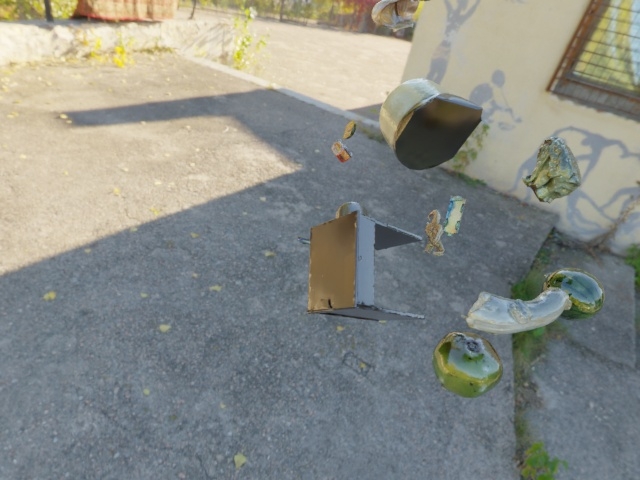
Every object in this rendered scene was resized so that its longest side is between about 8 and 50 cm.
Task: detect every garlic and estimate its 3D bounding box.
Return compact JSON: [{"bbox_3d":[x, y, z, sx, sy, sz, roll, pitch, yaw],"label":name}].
[{"bbox_3d":[0.262,-0.799,1.381,0.174,0.099,0.124,-18,58,-6],"label":"garlic"}]

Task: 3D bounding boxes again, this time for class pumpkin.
[{"bbox_3d":[0.113,-0.413,1.519,0.028,0.083,0.050,36,-17,-33],"label":"pumpkin"}]

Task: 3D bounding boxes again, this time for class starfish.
[{"bbox_3d":[0.387,-0.024,1.354,0.053,0.150,0.209,16,16,-1],"label":"starfish"}]

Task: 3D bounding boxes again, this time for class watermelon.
[{"bbox_3d":[0.874,0.181,1.412,0.188,0.188,0.214,-8,39,-30],"label":"watermelon"}]

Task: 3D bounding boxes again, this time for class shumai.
[{"bbox_3d":[0.687,-0.209,1.203,0.184,0.142,0.184,28,49,-38],"label":"shumai"}]

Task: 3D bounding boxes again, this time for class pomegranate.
[{"bbox_3d":[0.385,0.350,1.088,0.180,0.209,0.180,7,39,-6],"label":"pomegranate"}]

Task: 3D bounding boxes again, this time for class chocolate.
[{"bbox_3d":[0.388,-0.484,1.564,0.314,0.326,0.297,-2,55,-27],"label":"chocolate"}]

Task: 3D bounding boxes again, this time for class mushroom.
[{"bbox_3d":[0.459,0.164,0.929,0.278,0.099,0.096,-4,43,-11],"label":"mushroom"}]

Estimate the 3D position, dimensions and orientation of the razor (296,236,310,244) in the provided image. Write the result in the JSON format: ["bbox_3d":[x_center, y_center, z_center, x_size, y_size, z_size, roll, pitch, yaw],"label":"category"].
[{"bbox_3d":[-0.005,0.011,1.853,0.324,0.093,0.056,3,59,45],"label":"razor"}]

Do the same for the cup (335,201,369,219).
[{"bbox_3d":[0.180,-0.079,1.991,0.223,0.169,0.176,24,31,-8],"label":"cup"}]

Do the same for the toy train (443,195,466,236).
[{"bbox_3d":[0.608,-0.112,1.825,0.072,0.188,0.099,15,15,17],"label":"toy train"}]

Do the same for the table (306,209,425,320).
[{"bbox_3d":[0.134,0.088,1.114,0.282,0.196,0.250,16,67,-36],"label":"table"}]

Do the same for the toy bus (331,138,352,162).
[{"bbox_3d":[0.113,-0.490,2.194,0.079,0.077,0.174,45,13,-29],"label":"toy bus"}]
